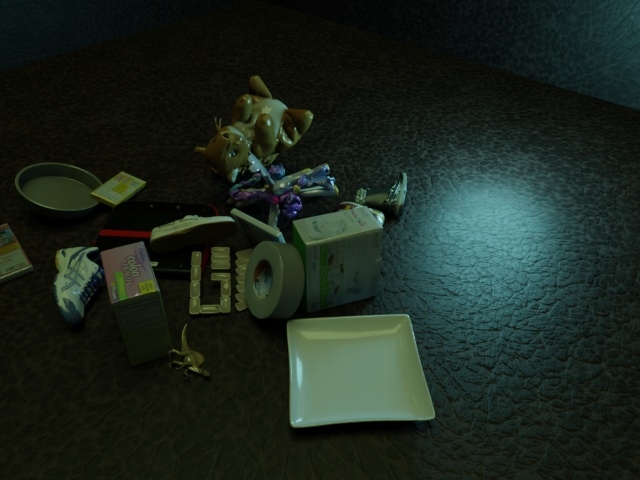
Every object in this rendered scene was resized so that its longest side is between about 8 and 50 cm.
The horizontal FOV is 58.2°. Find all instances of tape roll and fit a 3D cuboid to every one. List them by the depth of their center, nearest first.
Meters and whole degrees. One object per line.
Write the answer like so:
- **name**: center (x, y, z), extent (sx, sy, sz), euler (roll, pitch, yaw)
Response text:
- **tape roll**: center (-0.133, 0.113, 1.615), extent (0.072, 0.219, 0.219), euler (7, 30, -35)

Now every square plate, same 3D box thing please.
- **square plate**: center (0.088, 0.332, 1.481), extent (0.344, 0.049, 0.347), euler (-2, 38, -3)

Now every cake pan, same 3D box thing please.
- **cake pan**: center (-0.925, -0.176, 2.048), extent (0.293, 0.054, 0.293), euler (18, 33, -12)

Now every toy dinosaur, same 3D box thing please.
- **toy dinosaur**: center (-0.357, 0.309, 1.521), extent (0.093, 0.053, 0.183), euler (-9, 44, -36)

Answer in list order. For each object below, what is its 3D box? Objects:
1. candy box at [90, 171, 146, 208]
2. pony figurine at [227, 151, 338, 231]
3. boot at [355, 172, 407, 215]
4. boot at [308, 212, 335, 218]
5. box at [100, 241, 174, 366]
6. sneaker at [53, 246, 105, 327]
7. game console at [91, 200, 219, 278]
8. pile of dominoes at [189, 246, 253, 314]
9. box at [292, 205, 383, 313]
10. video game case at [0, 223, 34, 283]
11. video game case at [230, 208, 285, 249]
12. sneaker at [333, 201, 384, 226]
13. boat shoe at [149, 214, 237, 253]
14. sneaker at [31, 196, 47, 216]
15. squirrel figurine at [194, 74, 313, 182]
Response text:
- **candy box**: center (-0.739, -0.187, 2.112), extent (0.105, 0.027, 0.206), euler (23, 32, 4)
- **pony figurine**: center (-0.135, -0.168, 1.980), extent (0.364, 0.302, 0.351), euler (-13, 8, -11)
- **boot**: center (0.224, -0.178, 2.102), extent (0.179, 0.085, 0.236), euler (4, 39, 9)
- **boot**: center (0.000, 0.000, 1.889), extent (0.263, 0.091, 0.229), euler (-20, 37, -30)
- **box**: center (-0.487, 0.169, 1.530), extent (0.117, 0.243, 0.213), euler (-15, 41, -19)
- **sneaker**: center (-0.699, 0.119, 1.681), extent (0.131, 0.112, 0.296), euler (-12, 48, -12)
- **game console**: center (-0.547, -0.006, 1.913), extent (0.387, 0.060, 0.342), euler (2, 44, 4)
- **pile of dominoes**: center (-0.295, 0.127, 1.751), extent (0.196, 0.040, 0.251), euler (0, 50, -9)
- **box**: center (0.049, 0.057, 1.659), extent (0.231, 0.262, 0.126), euler (-14, 40, -16)
- **video game case**: center (-1.068, 0.057, 1.845), extent (0.204, 0.025, 0.285), euler (-26, 45, -29)
- **video game case**: center (-0.180, -0.001, 1.798), extent (0.201, 0.183, 0.023), euler (26, 63, 29)
- **sneaker**: center (0.125, -0.080, 1.987), extent (0.186, 0.069, 0.084), euler (12, 34, 16)
- **boat shoe**: center (-0.406, -0.041, 1.835), extent (0.277, 0.098, 0.096), euler (-11, 46, -9)
- **sneaker**: center (-0.970, -0.102, 2.043), extent (0.118, 0.067, 0.042), euler (30, 36, -11)
- **squirrel figurine**: center (-0.280, -0.349, 2.134), extent (0.281, 0.397, 0.370), euler (39, 57, 2)
